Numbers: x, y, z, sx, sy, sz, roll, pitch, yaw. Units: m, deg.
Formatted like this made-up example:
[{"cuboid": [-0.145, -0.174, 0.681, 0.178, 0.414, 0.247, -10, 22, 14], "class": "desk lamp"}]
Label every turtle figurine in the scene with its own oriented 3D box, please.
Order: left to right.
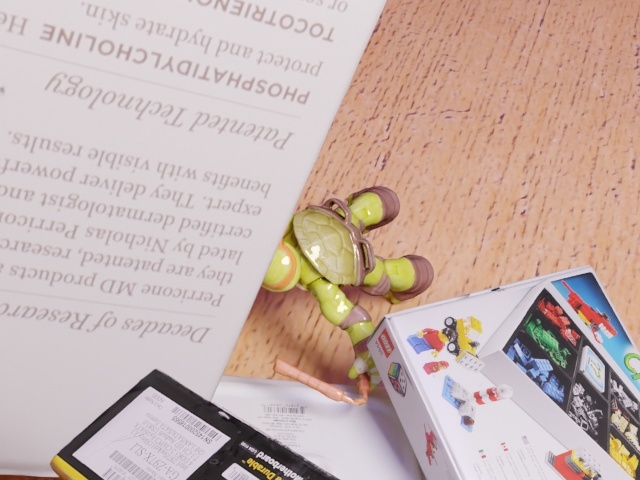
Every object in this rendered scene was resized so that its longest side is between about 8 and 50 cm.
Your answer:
[{"cuboid": [0.000, 0.000, 0.979, 0.269, 0.087, 0.217, 51, 29, 16], "class": "turtle figurine"}]

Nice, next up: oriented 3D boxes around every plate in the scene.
[{"cuboid": [-0.029, 0.195, 0.864, 0.277, 0.045, 0.278, 5, 41, -6], "class": "plate"}]

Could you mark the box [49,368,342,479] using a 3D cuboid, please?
[{"cuboid": [0.033, 0.231, 0.577, 0.257, 0.322, 0.079, 21, 56, 42], "class": "box"}]

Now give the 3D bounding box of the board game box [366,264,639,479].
[{"cuboid": [0.181, 0.173, 0.864, 0.193, 0.053, 0.305, -12, 63, -25], "class": "board game box"}]

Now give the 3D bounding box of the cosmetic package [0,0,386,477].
[{"cuboid": [-0.220, -0.100, 0.794, 0.327, 0.394, 0.329, 10, 26, -32], "class": "cosmetic package"}]
